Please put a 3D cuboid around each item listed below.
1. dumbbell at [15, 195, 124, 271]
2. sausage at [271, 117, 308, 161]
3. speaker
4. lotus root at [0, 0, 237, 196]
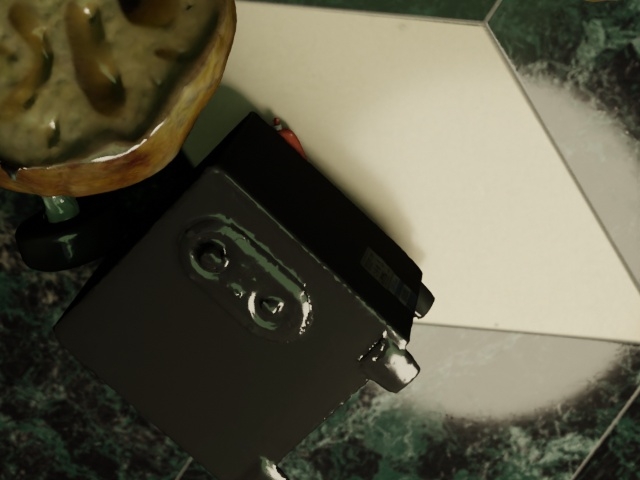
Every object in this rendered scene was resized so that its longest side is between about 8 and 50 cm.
[{"bbox_3d":[-0.249,-0.075,1.677,0.100,0.100,0.191,-14,110,4],"label":"dumbbell"},{"bbox_3d":[0.000,0.000,1.743,0.034,0.034,0.253,-20,109,6],"label":"sausage"},{"bbox_3d":[-0.062,0.065,1.663,0.254,0.184,0.232,43,112,-8],"label":"speaker"},{"bbox_3d":[-0.242,-0.233,1.557,0.390,0.111,0.375,41,86,8],"label":"lotus root"}]
